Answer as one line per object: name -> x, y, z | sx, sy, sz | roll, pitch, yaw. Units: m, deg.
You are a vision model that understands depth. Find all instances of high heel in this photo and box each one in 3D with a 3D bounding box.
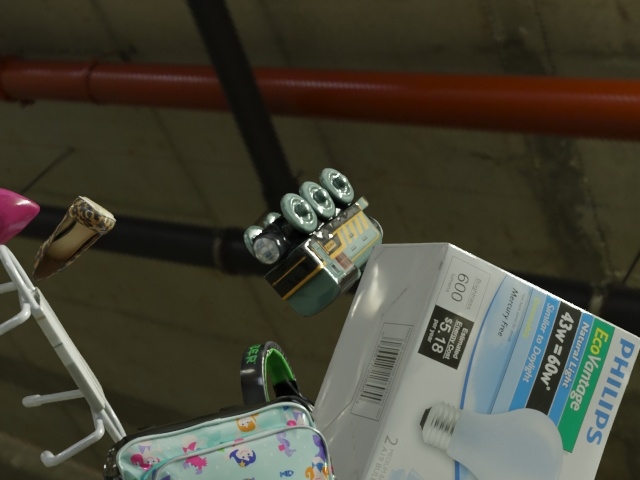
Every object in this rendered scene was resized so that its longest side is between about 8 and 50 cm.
high heel -> -0.493, 0.010, 2.206 | 0.093, 0.186, 0.261 | 36, -12, -16
high heel -> -0.659, 0.055, 2.064 | 0.181, 0.127, 0.377 | 10, -47, -32

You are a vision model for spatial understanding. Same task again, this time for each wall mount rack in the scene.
wall mount rack -> -0.418, 0.171, 1.617 | 0.350, 0.130, 0.304 | 63, -10, -18

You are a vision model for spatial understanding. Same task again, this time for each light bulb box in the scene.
light bulb box -> 0.210, 0.231, 1.603 | 0.361, 0.357, 0.225 | 25, -10, -22

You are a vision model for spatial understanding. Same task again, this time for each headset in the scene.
headset -> -0.040, 0.382, 2.168 | 0.185, 0.243, 0.394 | -14, -80, 12

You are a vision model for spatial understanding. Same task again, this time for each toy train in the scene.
toy train -> 0.000, 0.000, 1.946 | 0.142, 0.334, 0.190 | -40, -90, 29

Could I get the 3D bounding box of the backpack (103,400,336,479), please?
backpack -> -0.082, 0.298, 1.104 | 0.191, 0.225, 0.253 | 162, -83, -67
